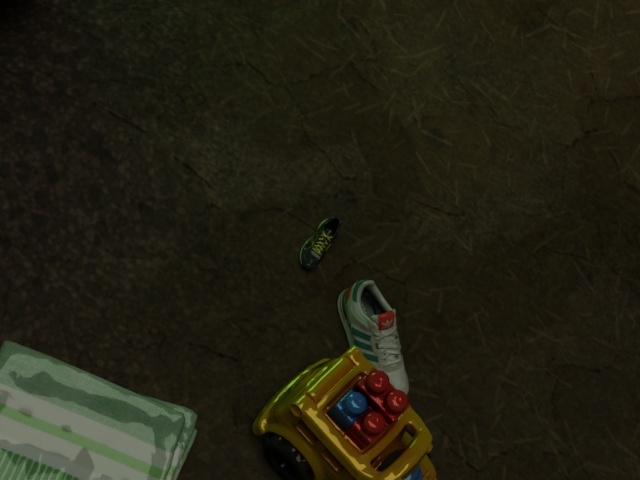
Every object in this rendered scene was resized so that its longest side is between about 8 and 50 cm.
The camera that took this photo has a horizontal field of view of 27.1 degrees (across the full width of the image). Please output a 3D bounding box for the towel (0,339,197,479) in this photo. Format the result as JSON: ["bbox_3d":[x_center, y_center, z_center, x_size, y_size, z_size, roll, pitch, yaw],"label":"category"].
[{"bbox_3d":[-0.297,0.299,1.475,0.247,0.038,0.325,23,64,-9],"label":"towel"}]

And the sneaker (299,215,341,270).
[{"bbox_3d":[0.000,0.000,1.698,0.031,0.035,0.083,30,63,-5],"label":"sneaker"}]

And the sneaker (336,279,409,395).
[{"bbox_3d":[0.072,0.123,1.653,0.057,0.075,0.161,-15,75,-24],"label":"sneaker"}]

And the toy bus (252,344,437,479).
[{"bbox_3d":[0.057,0.231,1.532,0.220,0.211,0.149,48,61,1],"label":"toy bus"}]
